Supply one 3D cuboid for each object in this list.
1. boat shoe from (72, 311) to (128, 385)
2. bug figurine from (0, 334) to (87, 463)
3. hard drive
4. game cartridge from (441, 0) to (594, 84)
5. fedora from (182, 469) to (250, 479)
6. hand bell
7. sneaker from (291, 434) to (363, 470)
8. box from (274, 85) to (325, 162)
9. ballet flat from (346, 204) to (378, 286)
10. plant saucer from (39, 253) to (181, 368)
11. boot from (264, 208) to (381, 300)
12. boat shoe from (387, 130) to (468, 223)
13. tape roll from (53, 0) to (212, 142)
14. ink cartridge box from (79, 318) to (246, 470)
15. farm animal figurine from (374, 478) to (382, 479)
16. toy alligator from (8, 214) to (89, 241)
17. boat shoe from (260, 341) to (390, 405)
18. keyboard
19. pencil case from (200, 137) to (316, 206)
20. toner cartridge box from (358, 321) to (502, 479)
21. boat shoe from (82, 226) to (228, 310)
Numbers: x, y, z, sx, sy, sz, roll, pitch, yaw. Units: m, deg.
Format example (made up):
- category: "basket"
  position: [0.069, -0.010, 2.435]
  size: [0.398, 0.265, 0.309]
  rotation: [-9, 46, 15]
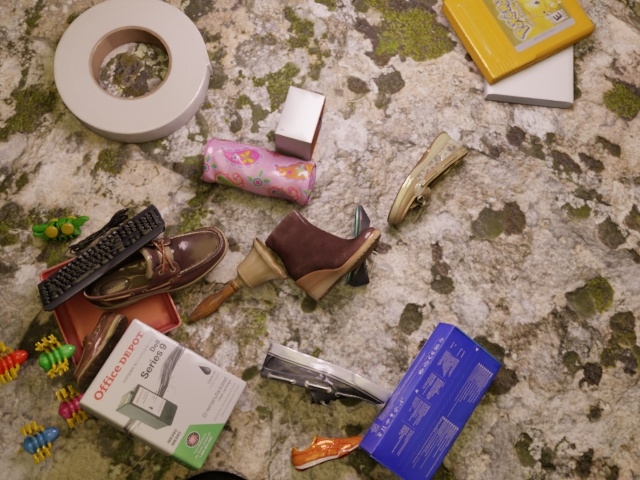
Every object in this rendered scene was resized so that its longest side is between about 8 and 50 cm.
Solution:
- category: "boat shoe"
  position: [-0.503, 0.239, 1.372]
  size: [0.060, 0.064, 0.178]
  rotation: [19, 61, 12]
- category: "bug figurine"
  position: [-0.626, 0.342, 1.377]
  size: [0.216, 0.072, 0.278]
  rotation: [-25, 84, 7]
- category: "hard drive"
  position: [0.570, -0.541, 1.667]
  size: [0.233, 0.047, 0.352]
  rotation: [6, 76, -2]
- category: "game cartridge"
  position: [0.519, -0.602, 1.629]
  size: [0.324, 0.052, 0.285]
  rotation: [-27, 80, -10]
- category: "fedora"
  position: [-0.223, 0.668, 1.297]
  size: [0.334, 0.152, 0.333]
  rotation: [1, 77, -3]
- category: "hand bell"
  position: [-0.213, 0.112, 1.462]
  size: [0.242, 0.126, 0.126]
  rotation: [-37, 81, 2]
- category: "sneaker"
  position: [0.017, 0.473, 1.401]
  size: [0.175, 0.064, 0.067]
  rotation: [-13, 66, -10]
- category: "box"
  position: [-0.051, -0.277, 1.510]
  size: [0.091, 0.170, 0.130]
  rotation: [16, 78, 1]
- category: "ballet flat"
  position: [0.109, 0.015, 1.506]
  size: [0.074, 0.074, 0.203]
  rotation: [8, 83, -1]
- category: "plant saucer"
  position: [-0.495, 0.142, 1.456]
  size: [0.259, 0.047, 0.258]
  rotation: [-25, 80, -9]
- category: "boot"
  position: [0.000, 0.000, 1.453]
  size: [0.248, 0.090, 0.207]
  rotation: [-44, 78, 21]
- category: "boat shoe"
  position: [0.267, -0.148, 1.532]
  size: [0.089, 0.104, 0.285]
  rotation: [34, 77, 8]
- category: "tape roll"
  position: [-0.480, -0.442, 1.577]
  size: [0.392, 0.072, 0.391]
  rotation: [1, 77, -2]
- category: "ink cartridge box"
  position: [-0.344, 0.337, 1.335]
  size: [0.289, 0.121, 0.211]
  rotation: [32, 64, -8]
- category: "farm animal figurine"
  position: [0.082, 0.691, 1.293]
  size: [0.327, 0.172, 0.330]
  rotation: [1, 73, -45]
- category: "toy alligator"
  position: [-0.653, -0.019, 1.484]
  size: [0.190, 0.056, 0.051]
  rotation: [-12, 119, -6]
- category: "boat shoe"
  position: [0.007, 0.333, 1.409]
  size: [0.301, 0.108, 0.102]
  rotation: [20, 77, 4]
- category: "keyboard"
  position: [-0.506, 0.018, 1.395]
  size: [0.317, 0.033, 0.201]
  rotation: [-36, 37, -8]
- category: "pencil case"
  position: [-0.154, -0.170, 1.512]
  size: [0.284, 0.124, 0.124]
  rotation: [13, 77, 1]
- category: "toner cartridge box"
  position: [0.255, 0.377, 1.404]
  size: [0.165, 0.075, 0.347]
  rotation: [40, 77, -15]
- category: "boat shoe"
  position: [-0.376, 0.058, 1.393]
  size: [0.342, 0.123, 0.123]
  rotation: [-22, 79, -8]
